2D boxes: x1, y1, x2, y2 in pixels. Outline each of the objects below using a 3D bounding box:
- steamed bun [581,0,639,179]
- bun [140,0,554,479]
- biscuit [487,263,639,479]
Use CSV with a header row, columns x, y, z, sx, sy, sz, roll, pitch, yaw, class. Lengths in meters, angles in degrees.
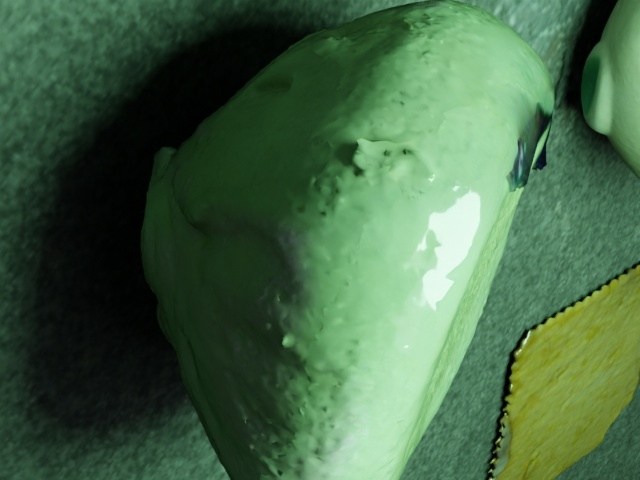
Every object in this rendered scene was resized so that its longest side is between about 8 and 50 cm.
x,y,z,sx,sy,sz,roll,pitch,yaw,class
0.274,-0.123,0.992,0.228,0.131,0.177,33,80,-54,steamed bun
0.000,0.000,0.720,0.293,0.187,0.293,-60,166,-25,bun
0.239,0.137,1.259,0.237,0.013,0.232,-24,133,-37,biscuit
